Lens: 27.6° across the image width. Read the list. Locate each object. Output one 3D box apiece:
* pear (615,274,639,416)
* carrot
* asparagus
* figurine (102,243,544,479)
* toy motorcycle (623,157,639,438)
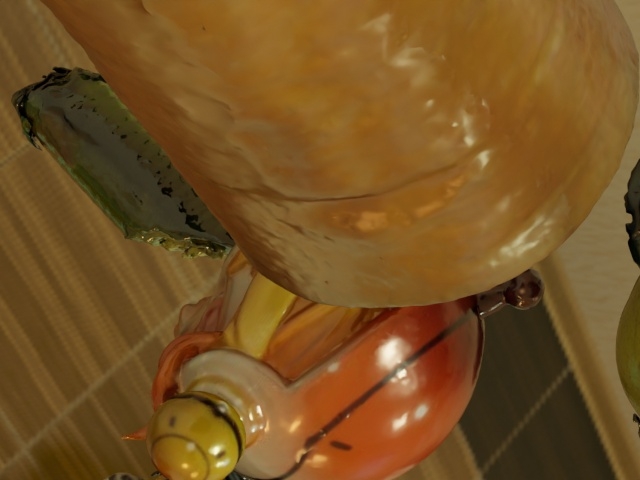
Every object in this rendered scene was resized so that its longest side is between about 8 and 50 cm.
[{"bbox_3d":[0.475,0.122,1.493,0.294,0.294,0.294,-5,97,-42],"label":"pear"},{"bbox_3d":[-0.007,-0.103,0.462,0.196,0.196,0.254,-66,148,-15],"label":"carrot"},{"bbox_3d":[-0.216,-0.072,1.544,0.128,0.382,0.108,-35,154,-23],"label":"asparagus"},{"bbox_3d":[-0.014,0.100,0.886,0.196,0.320,0.323,37,104,2],"label":"figurine"},{"bbox_3d":[0.290,0.078,0.794,0.196,0.125,0.331,-25,100,-30],"label":"toy motorcycle"}]
